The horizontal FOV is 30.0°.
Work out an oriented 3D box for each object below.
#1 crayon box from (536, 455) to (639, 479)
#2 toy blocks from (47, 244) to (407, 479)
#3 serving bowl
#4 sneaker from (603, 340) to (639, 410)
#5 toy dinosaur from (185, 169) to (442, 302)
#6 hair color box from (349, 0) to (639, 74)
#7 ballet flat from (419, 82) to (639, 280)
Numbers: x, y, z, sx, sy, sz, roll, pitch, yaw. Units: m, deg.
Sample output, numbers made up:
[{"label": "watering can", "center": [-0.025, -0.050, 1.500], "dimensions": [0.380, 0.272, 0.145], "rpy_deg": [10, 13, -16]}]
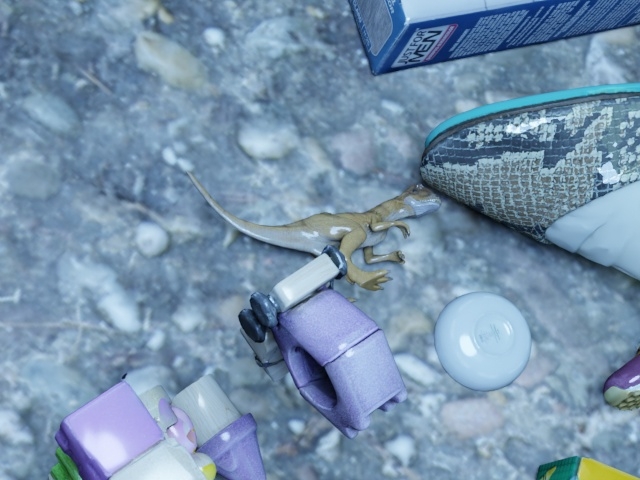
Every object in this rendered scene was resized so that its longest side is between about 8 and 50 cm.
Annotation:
[{"label": "crayon box", "center": [0.284, 0.293, 0.916], "dimensions": [0.278, 0.081, 0.165], "rpy_deg": [22, 69, -7]}, {"label": "toy blocks", "center": [-0.066, 0.223, 0.738], "dimensions": [0.309, 0.288, 0.260], "rpy_deg": [-33, 80, -24]}, {"label": "serving bowl", "center": [0.136, 0.079, 0.971], "dimensions": [0.083, 0.027, 0.083], "rpy_deg": [4, 73, -13]}, {"label": "sneaker", "center": [0.294, 0.074, 1.000], "dimensions": [0.185, 0.069, 0.084], "rpy_deg": [-24, 72, -26]}, {"label": "toy dinosaur", "center": [0.000, 0.000, 0.951], "dimensions": [0.211, 0.064, 0.112], "rpy_deg": [-5, 56, -26]}, {"label": "hair color box", "center": [0.190, -0.271, 1.051], "dimensions": [0.347, 0.105, 0.174], "rpy_deg": [-13, 77, -19]}, {"label": "ballet flat", "center": [0.325, -0.057, 0.991], "dimensions": [0.482, 0.164, 0.182], "rpy_deg": [-13, 73, -21]}]
